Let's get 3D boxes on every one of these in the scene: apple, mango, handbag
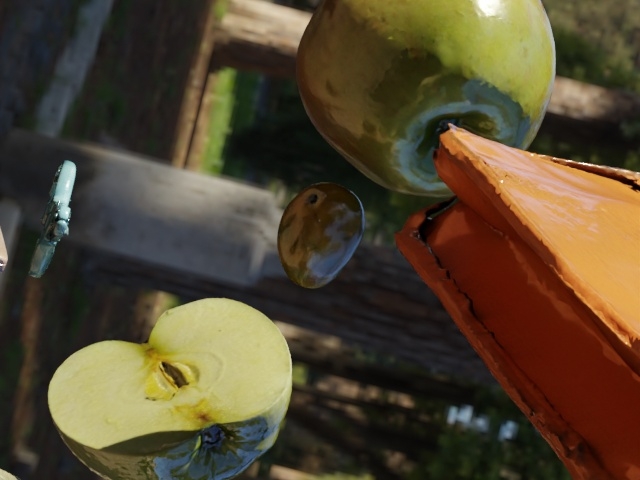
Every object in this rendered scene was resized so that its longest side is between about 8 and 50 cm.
[{"bbox_3d":[0.149,-0.212,2.000,0.305,0.338,0.338,-119,-144,-51],"label":"apple"},{"bbox_3d":[-0.226,0.243,2.418,0.320,0.311,0.360,-60,-144,10],"label":"apple"},{"bbox_3d":[-0.004,-0.002,1.983,0.163,0.111,0.089,-62,-144,33],"label":"mango"},{"bbox_3d":[0.247,0.063,1.095,0.116,0.303,0.410,-68,-154,20],"label":"handbag"}]

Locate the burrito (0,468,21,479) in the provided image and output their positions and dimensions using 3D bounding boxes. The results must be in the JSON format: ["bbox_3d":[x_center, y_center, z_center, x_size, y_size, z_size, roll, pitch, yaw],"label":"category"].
[{"bbox_3d":[-0.445,0.334,1.912,0.190,0.135,0.332,61,5,27],"label":"burrito"}]

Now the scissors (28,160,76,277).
[{"bbox_3d":[-0.372,-0.031,2.199,0.393,0.032,0.180,180,-75,-78],"label":"scissors"}]

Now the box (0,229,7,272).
[{"bbox_3d":[-0.352,-0.008,1.599,0.025,0.048,0.115,-67,-152,25],"label":"box"}]
